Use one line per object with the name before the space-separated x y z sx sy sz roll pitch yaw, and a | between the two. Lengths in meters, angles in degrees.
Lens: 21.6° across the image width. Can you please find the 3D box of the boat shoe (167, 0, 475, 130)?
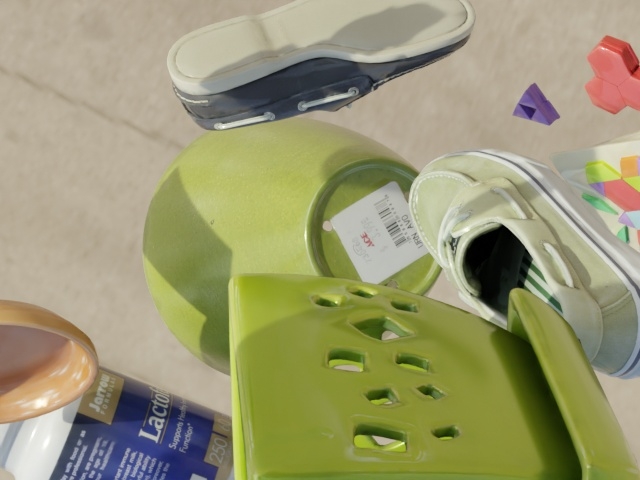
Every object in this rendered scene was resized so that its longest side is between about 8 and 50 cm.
boat shoe | 0.003 -0.121 1.124 0.206 0.075 0.065 -12 140 -2

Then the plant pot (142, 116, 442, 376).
plant pot | 0.000 0.000 1.585 0.275 0.275 0.293 36 166 -14

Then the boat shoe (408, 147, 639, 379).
boat shoe | 0.134 0.004 1.184 0.094 0.302 0.109 8 106 -30

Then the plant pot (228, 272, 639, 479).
plant pot | 0.057 0.158 0.943 0.207 0.227 0.228 -2 116 -6

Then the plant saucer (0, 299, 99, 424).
plant saucer | -0.293 0.104 1.456 0.200 0.037 0.200 -7 149 -4

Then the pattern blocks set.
pattern blocks set | 0.309 -0.028 1.568 0.325 0.026 0.285 45 153 -6

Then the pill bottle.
pill bottle | -0.213 0.210 1.680 0.264 0.153 0.153 22 140 -10
